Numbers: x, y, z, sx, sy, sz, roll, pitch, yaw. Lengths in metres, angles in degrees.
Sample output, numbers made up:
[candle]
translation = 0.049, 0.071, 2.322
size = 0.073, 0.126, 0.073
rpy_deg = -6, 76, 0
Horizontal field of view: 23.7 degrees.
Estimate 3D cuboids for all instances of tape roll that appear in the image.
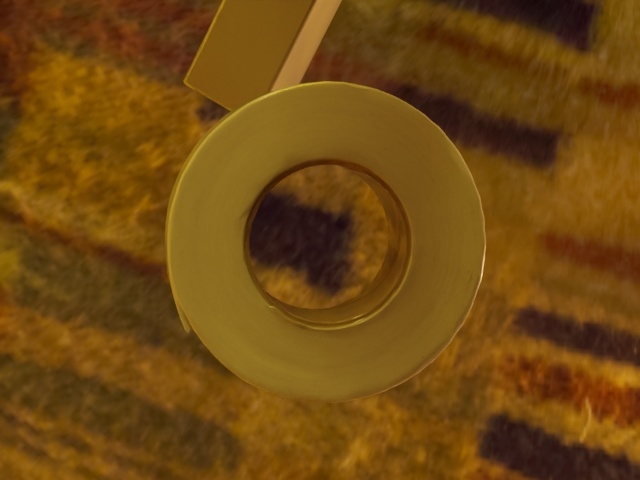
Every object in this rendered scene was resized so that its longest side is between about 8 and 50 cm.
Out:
[tape roll]
translation = 0.000, 0.000, 1.375
size = 0.286, 0.100, 0.286
rpy_deg = -1, 95, -7

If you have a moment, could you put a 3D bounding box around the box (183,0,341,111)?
[box]
translation = -0.031, -0.264, 1.581
size = 0.094, 0.113, 0.275
rpy_deg = 31, 105, 9
